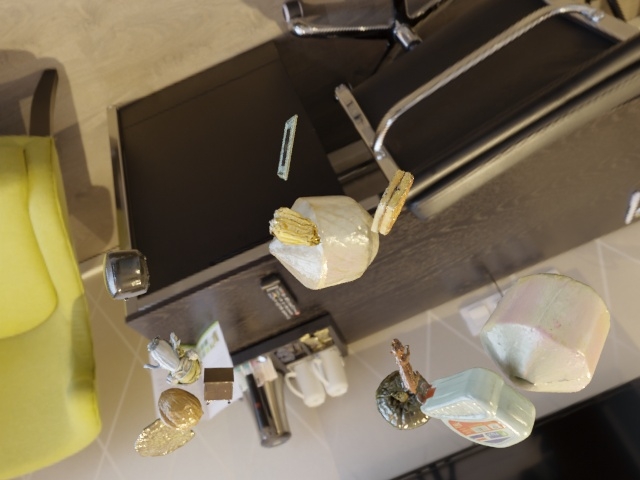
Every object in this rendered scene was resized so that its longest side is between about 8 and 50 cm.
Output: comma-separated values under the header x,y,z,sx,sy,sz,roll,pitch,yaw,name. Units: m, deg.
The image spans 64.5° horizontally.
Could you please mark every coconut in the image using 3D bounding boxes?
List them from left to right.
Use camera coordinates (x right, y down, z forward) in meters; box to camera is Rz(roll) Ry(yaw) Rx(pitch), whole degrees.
x,y,z,sx,sy,sz,roll,pitch,yaw,name
0.000,0.000,1.534,0.328,0.329,0.329,-14,144,-11,coconut
0.612,0.273,1.401,0.309,0.297,0.297,-48,152,-24,coconut

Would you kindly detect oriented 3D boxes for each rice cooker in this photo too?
x,y,z,sx,sy,sz,roll,pitch,yaw,name
-0.544,0.095,1.420,0.118,0.142,0.203,-11,174,-22,rice cooker

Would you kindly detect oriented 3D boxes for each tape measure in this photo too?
x,y,z,sx,sy,sz,roll,pitch,yaw,name
0.423,0.441,1.358,0.246,0.125,0.243,35,146,-5,tape measure

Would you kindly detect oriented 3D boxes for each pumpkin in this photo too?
x,y,z,sx,sy,sz,roll,pitch,yaw,name
0.314,0.588,1.877,0.223,0.224,0.157,-24,150,2,pumpkin

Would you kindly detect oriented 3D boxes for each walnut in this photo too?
x,y,z,sx,sy,sz,roll,pitch,yaw,name
-0.367,0.437,1.320,0.105,0.105,0.124,-38,100,21,walnut

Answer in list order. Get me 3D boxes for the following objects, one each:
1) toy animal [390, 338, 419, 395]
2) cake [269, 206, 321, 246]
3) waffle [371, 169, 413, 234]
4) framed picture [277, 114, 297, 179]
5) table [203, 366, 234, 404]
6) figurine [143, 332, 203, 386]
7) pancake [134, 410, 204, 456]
x,y,z,sx,sy,sz,roll,pitch,yaw,name
0.284,0.431,1.686,0.056,0.241,0.099,-18,-176,20,toy animal
-0.085,-0.033,1.258,0.116,0.080,0.184,0,172,42,cake
0.156,-0.080,1.112,0.102,0.042,0.148,-59,170,-19,waffle
-0.127,-0.344,1.888,0.018,0.293,0.231,9,97,-10,framed picture
-0.286,0.410,1.423,0.083,0.070,0.082,1,110,-12,table
-0.447,0.363,1.552,0.184,0.208,0.128,41,79,-13,figurine
-0.463,0.589,1.555,0.211,0.029,0.235,6,124,-46,pancake
